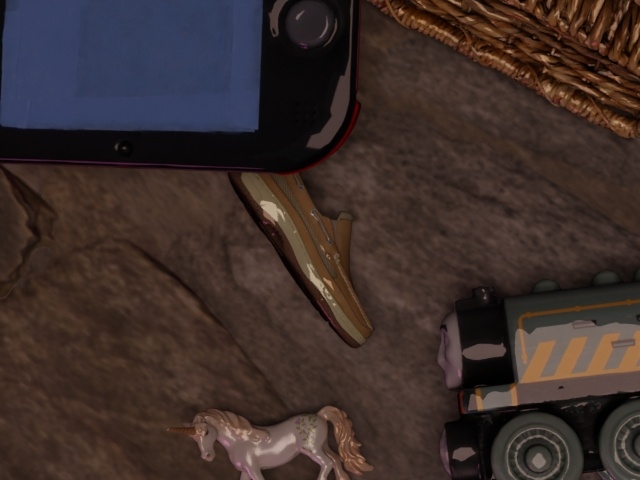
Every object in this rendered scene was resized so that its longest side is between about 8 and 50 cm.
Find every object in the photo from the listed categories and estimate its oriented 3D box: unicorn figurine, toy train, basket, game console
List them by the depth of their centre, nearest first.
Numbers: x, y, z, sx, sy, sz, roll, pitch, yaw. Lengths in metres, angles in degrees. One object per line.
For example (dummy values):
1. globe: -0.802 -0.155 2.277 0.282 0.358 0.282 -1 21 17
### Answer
1. basket: 0.194 -0.235 1.453 0.299 0.213 0.223 30 93 2
2. game console: -0.149 -0.230 1.507 0.387 0.060 0.342 3 95 15
3. toy train: 0.260 0.117 1.528 0.334 0.142 0.190 -7 82 4
4. unicorn figurine: -0.045 0.186 1.579 0.162 0.060 0.111 -19 93 -13

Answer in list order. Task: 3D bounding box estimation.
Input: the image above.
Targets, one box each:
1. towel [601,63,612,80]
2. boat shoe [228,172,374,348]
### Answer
1. towel: 0.288 -0.143 1.564 0.083 0.009 0.060 38 95 -1
2. boat shoe: 0.000 0.000 1.558 0.072 0.068 0.190 -33 92 -8
